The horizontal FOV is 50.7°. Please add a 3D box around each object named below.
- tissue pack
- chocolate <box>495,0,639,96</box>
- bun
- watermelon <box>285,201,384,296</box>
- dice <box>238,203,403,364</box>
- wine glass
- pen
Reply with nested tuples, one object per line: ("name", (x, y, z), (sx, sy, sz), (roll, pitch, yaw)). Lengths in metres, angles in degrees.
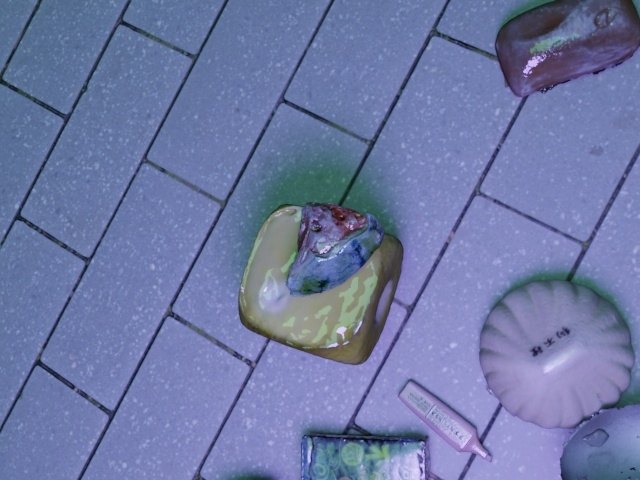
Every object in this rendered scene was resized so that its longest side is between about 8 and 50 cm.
("tissue pack", (0.080, 0.440, 1.224), (0.235, 0.073, 0.174), (-3, 82, 15))
("chocolate", (0.447, -0.374, 1.223), (0.261, 0.083, 0.161), (-21, 76, 12))
("bun", (0.391, 0.188, 1.121), (0.262, 0.175, 0.263), (-2, 81, 14))
("watermelon", (0.000, 0.000, 1.077), (0.187, 0.071, 0.139), (-35, 69, 7))
("dice", (0.006, 0.078, 1.210), (0.233, 0.227, 0.239), (18, 86, 16))
("wine glass", (0.521, 0.418, 1.012), (0.190, 0.190, 0.357), (-38, 96, 8))
("pen", (0.228, 0.331, 1.219), (0.197, 0.032, 0.053), (37, 93, 18))
